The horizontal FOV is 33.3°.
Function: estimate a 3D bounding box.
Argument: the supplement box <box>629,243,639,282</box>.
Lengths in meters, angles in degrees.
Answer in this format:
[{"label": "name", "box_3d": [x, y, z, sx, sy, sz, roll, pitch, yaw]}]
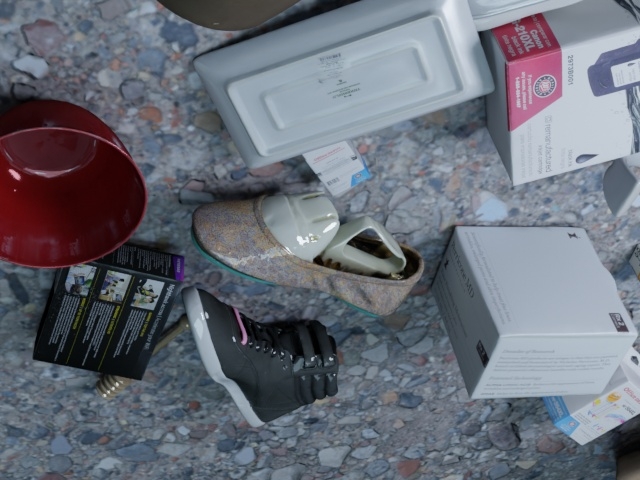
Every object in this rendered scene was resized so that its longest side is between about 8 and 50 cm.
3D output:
[{"label": "supplement box", "box_3d": [0.460, 0.036, 1.385, 0.098, 0.062, 0.036, -2, 136, -15]}]

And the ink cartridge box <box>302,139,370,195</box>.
[{"label": "ink cartridge box", "box_3d": [0.013, -0.091, 1.148, 0.048, 0.028, 0.083, -27, 136, 12]}]

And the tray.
[{"label": "tray", "box_3d": [0.025, -0.155, 1.044, 0.270, 0.030, 0.145, -17, 128, 13]}]

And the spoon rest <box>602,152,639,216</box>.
[{"label": "spoon rest", "box_3d": [0.440, -0.084, 1.258, 0.276, 0.084, 0.137, -6, 139, -30]}]

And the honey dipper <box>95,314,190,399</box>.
[{"label": "honey dipper", "box_3d": [-0.216, 0.141, 1.327, 0.160, 0.030, 0.030, -40, 132, 18]}]

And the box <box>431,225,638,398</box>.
[{"label": "box", "box_3d": [0.251, 0.084, 1.286, 0.181, 0.181, 0.119, 1, 134, -16]}]

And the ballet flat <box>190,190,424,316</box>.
[{"label": "ballet flat", "box_3d": [0.000, 0.000, 1.189, 0.316, 0.108, 0.106, 19, 131, -44]}]

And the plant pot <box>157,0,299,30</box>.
[{"label": "plant pot", "box_3d": [-0.042, -0.284, 0.805, 0.263, 0.263, 0.229, 13, 149, -27]}]

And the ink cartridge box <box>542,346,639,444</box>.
[{"label": "ink cartridge box", "box_3d": [0.398, 0.208, 1.525, 0.143, 0.090, 0.092, -35, 134, 21]}]

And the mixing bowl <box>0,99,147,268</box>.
[{"label": "mixing bowl", "box_3d": [-0.262, -0.069, 1.040, 0.181, 0.098, 0.181, -8, 136, -7]}]

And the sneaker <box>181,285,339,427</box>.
[{"label": "sneaker", "box_3d": [-0.064, 0.121, 1.299, 0.146, 0.105, 0.296, -22, 143, 4]}]

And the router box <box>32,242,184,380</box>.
[{"label": "router box", "box_3d": [-0.245, 0.079, 1.226, 0.133, 0.046, 0.179, 14, 129, -18]}]

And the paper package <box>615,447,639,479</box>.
[{"label": "paper package", "box_3d": [0.618, 0.355, 1.600, 0.324, 0.168, 0.309, -27, 170, 12]}]

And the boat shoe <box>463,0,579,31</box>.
[{"label": "boat shoe", "box_3d": [0.207, -0.260, 1.010, 0.184, 0.066, 0.063, -15, 139, 14]}]

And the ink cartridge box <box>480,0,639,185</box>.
[{"label": "ink cartridge box", "box_3d": [0.292, -0.174, 1.089, 0.237, 0.100, 0.172, -15, 138, 0]}]
